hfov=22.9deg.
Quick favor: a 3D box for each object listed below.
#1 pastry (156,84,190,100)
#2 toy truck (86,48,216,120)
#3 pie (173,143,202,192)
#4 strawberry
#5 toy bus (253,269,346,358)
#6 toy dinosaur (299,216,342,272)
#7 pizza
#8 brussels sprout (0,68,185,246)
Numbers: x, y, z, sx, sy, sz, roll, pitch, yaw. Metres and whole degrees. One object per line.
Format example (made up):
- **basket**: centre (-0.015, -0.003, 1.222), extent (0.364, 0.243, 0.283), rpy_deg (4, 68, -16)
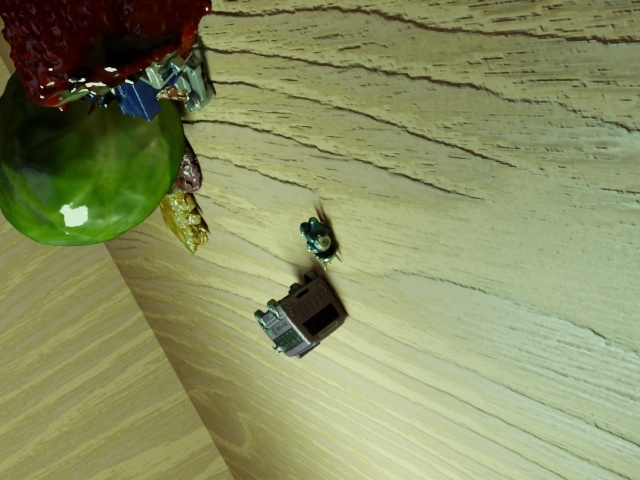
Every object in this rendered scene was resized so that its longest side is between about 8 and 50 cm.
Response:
- **pastry**: centre (-0.255, -0.270, 2.322), extent (0.169, 0.063, 0.087), rpy_deg (57, 163, 11)
- **toy truck**: centre (-0.245, -0.258, 2.159), extent (0.177, 0.161, 0.213), rpy_deg (32, 161, 25)
- **pie**: centre (-0.241, -0.144, 2.583), extent (0.154, 0.036, 0.154), rpy_deg (53, 163, 24)
- **strawberry**: centre (-0.276, -0.301, 1.945), extent (0.257, 0.261, 0.261), rpy_deg (66, 165, -8)
- **toy bus**: centre (-0.029, 0.114, 2.283), extent (0.098, 0.087, 0.178), rpy_deg (53, 163, 1)
- **toy dinosaur**: centre (0.000, 0.000, 2.070), extent (0.047, 0.031, 0.083), rpy_deg (34, 152, 57)
- **pizza**: centre (-0.239, -0.042, 2.756), extent (0.134, 0.046, 0.175), rpy_deg (60, 166, 2)
- **brussels sprout**: centre (-0.359, -0.168, 2.430), extent (0.289, 0.281, 0.354), rpy_deg (-17, 72, 54)
